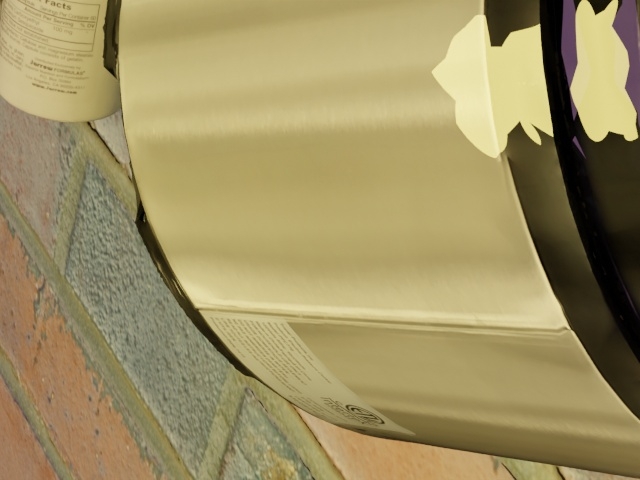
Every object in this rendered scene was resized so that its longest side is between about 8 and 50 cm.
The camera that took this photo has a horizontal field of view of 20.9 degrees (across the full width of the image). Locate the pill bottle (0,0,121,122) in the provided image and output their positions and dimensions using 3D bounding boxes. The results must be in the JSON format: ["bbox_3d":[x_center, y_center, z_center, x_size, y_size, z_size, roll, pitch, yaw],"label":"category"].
[{"bbox_3d":[-0.228,-0.238,1.619,0.131,0.131,0.229,48,133,43],"label":"pill bottle"}]

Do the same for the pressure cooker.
[{"bbox_3d":[0.158,-0.075,0.714,0.420,0.370,0.375,0,92,54],"label":"pressure cooker"}]
